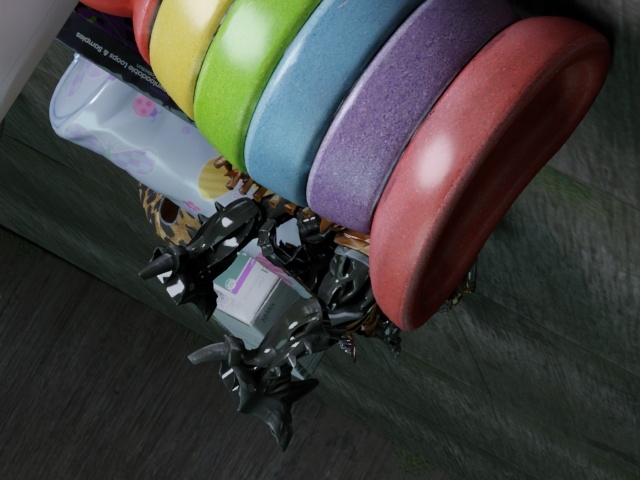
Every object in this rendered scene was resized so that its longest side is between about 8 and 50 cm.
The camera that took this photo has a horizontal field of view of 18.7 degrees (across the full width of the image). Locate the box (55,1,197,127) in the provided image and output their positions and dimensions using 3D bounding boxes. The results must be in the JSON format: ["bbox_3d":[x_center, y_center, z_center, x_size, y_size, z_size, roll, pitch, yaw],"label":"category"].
[{"bbox_3d":[-0.126,-0.142,1.330,0.162,0.029,0.116,33,-157,-11],"label":"box"}]

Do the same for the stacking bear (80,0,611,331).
[{"bbox_3d":[-0.022,-0.115,0.968,0.289,0.175,0.164,36,174,13],"label":"stacking bear"}]

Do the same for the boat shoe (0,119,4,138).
[{"bbox_3d":[-0.446,-0.193,1.970,0.130,0.132,0.355,35,167,38],"label":"boat shoe"}]

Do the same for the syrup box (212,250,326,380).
[{"bbox_3d":[-0.058,0.068,2.146,0.096,0.093,0.237,27,170,23],"label":"syrup box"}]

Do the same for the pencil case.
[{"bbox_3d":[-0.073,-0.064,1.473,0.273,0.113,0.124,35,178,-20],"label":"pencil case"}]

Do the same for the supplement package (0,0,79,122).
[{"bbox_3d":[-0.237,-0.194,1.060,0.149,0.194,0.203,22,167,46],"label":"supplement package"}]

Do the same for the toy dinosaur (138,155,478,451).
[{"bbox_3d":[0.000,0.000,1.336,0.322,0.218,0.164,47,-170,-41],"label":"toy dinosaur"}]

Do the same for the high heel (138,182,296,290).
[{"bbox_3d":[-0.117,-0.061,1.758,0.261,0.093,0.186,25,157,46],"label":"high heel"}]
